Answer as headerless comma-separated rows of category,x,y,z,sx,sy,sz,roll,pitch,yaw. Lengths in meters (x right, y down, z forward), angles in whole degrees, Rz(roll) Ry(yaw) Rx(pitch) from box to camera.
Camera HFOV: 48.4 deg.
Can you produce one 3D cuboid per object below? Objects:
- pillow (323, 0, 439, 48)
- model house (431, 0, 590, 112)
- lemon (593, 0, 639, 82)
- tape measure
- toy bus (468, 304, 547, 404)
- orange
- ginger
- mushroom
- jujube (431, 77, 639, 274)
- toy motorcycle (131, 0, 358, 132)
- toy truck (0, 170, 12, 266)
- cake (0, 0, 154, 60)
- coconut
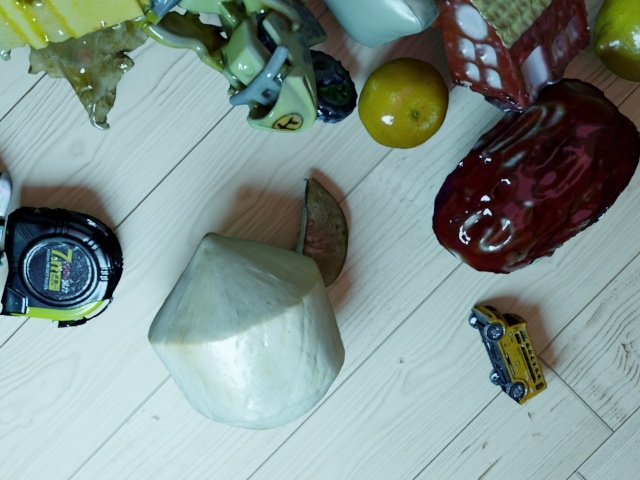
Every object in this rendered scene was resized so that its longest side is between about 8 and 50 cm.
pillow,0.036,-0.439,1.065,0.120,0.255,0.322,-38,104,-6
model house,0.281,-0.359,1.078,0.196,0.160,0.254,-45,136,-11
lemon,0.568,-0.366,1.204,0.244,0.187,0.186,-25,104,-6
tape measure,-0.416,0.044,1.162,0.186,0.112,0.198,9,105,-4
toy bus,0.351,0.203,1.331,0.088,0.083,0.194,-25,106,-7
orange,0.136,-0.231,1.193,0.155,0.134,0.154,-11,125,-16
ginger,-0.358,-0.311,1.097,0.219,0.123,0.270,-16,112,3
mushroom,0.001,-0.001,1.240,0.094,0.072,0.209,6,100,-20
jujube,0.362,-0.104,1.188,0.258,0.258,0.376,39,92,-14
toy motorcycle,-0.115,-0.315,1.088,0.410,0.237,0.169,43,127,-11
toy truck,-0.555,-0.017,1.132,0.116,0.110,0.215,16,97,-25
cake,-0.328,-0.403,0.892,0.286,0.222,0.227,-17,69,2
coconut,-0.118,0.133,1.134,0.329,0.329,0.328,-2,101,-9
